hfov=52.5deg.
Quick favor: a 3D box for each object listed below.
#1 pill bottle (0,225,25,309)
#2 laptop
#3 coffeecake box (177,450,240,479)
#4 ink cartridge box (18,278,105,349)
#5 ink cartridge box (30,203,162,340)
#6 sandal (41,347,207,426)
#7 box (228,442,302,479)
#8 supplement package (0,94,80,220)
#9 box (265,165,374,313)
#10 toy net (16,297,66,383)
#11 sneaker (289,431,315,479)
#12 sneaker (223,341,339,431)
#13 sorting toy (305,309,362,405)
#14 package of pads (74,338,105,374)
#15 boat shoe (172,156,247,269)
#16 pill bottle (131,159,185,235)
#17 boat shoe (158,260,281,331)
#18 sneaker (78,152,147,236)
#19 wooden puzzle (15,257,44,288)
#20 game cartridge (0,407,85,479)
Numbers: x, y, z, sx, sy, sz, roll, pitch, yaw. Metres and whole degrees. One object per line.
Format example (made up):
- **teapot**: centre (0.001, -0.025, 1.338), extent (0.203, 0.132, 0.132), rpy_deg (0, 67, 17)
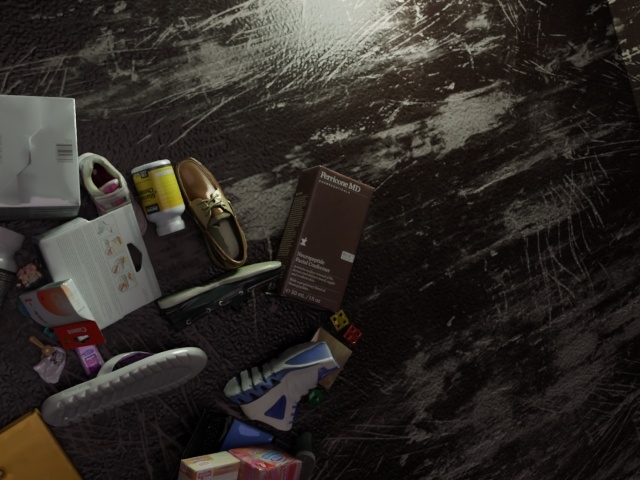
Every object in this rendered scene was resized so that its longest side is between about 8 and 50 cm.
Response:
- **pill bottle**: centre (-0.790, 0.094, 1.467), extent (0.162, 0.162, 0.278), rpy_deg (24, 79, -23)
- **laptop**: centre (-0.258, 0.590, 1.715), extent (0.137, 0.264, 0.234), rpy_deg (20, 77, 20)
- **coffeecake box**: centre (-0.290, 0.643, 1.636), extent (0.142, 0.068, 0.185), rpy_deg (6, 95, -45)
- **ink cartridge box**: centre (-0.604, 0.184, 1.516), extent (0.179, 0.145, 0.045), rpy_deg (69, 27, -17)
- **ink cartridge box**: centre (-0.543, 0.070, 1.598), extent (0.239, 0.060, 0.275), rpy_deg (-31, 120, -36)
- **sandal**: centre (-0.491, 0.336, 1.629), extent (0.416, 0.169, 0.102), rpy_deg (-17, 56, -24)
- **box**: centre (-0.170, 0.711, 1.716), extent (0.154, 0.142, 0.299), rpy_deg (8, 92, -44)
- **supplement package**: centre (-0.675, -0.187, 1.510), extent (0.204, 0.145, 0.261), rpy_deg (-2, 80, -25)
- **box**: centre (0.000, 0.000, 1.847), extent (0.191, 0.143, 0.381), rpy_deg (19, 80, -23)
- **toy net**: centre (-0.662, 0.231, 1.592), extent (0.122, 0.045, 0.232), rpy_deg (-11, 97, -44)
- **sneaker**: centre (-0.074, 0.658, 1.839), extent (0.083, 0.118, 0.222), rpy_deg (30, 106, -6)
- **sneaker**: centre (-0.088, 0.415, 1.794), extent (0.316, 0.127, 0.182), rpy_deg (-23, 111, 1)
- **sorting toy**: centre (0.007, 0.334, 1.893), extent (0.132, 0.046, 0.274), rpy_deg (39, 74, -19)
- **package of pads**: centre (-0.581, 0.292, 1.631), extent (0.050, 0.032, 0.083), rpy_deg (-25, 99, -20)
- **boat shoe**: centre (-0.281, -0.072, 1.726), extent (0.123, 0.120, 0.324), rpy_deg (-33, 103, -22)
- **pill bottle**: centre (-0.412, -0.109, 1.675), extent (0.103, 0.103, 0.184), rpy_deg (-20, 97, -24)
- **boat shoe**: centre (-0.252, 0.152, 1.734), extent (0.340, 0.127, 0.113), rpy_deg (-20, 99, -22)
- **sneaker**: centre (-0.523, -0.108, 1.619), extent (0.103, 0.111, 0.252), rpy_deg (-41, 105, -20)
- **wooden puzzle**: centre (-0.712, 0.084, 1.587), extent (0.083, 0.006, 0.049), rpy_deg (-39, 105, -20)
- **game cartridge**: centre (-0.728, 0.615, 1.553), extent (0.285, 0.053, 0.323), rpy_deg (-32, 104, -22)
